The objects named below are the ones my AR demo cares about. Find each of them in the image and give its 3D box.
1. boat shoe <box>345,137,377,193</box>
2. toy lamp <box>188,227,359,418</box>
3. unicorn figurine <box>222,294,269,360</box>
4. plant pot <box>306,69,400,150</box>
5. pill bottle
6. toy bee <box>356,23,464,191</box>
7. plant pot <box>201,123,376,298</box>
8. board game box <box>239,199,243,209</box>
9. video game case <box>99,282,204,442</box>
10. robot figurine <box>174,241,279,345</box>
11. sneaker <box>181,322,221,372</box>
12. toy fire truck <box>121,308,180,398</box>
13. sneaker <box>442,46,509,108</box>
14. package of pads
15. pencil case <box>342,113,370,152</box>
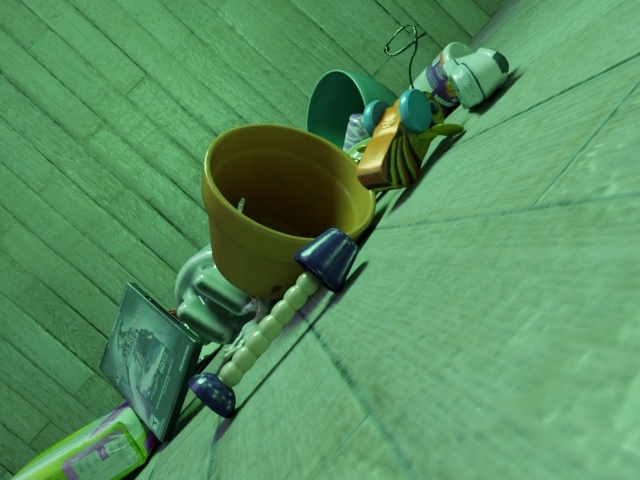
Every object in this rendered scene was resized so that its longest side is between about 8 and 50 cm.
[{"bbox_3d":[0.129,-0.173,1.170,0.285,0.104,0.089,-47,21,-15],"label":"boat shoe"},{"bbox_3d":[-0.054,0.099,0.743,0.275,0.080,0.080,-47,5,-9],"label":"toy lamp"},{"bbox_3d":[-0.121,0.159,0.975,0.111,0.060,0.162,-51,29,-2],"label":"unicorn figurine"},{"bbox_3d":[0.117,-0.286,1.471,0.195,0.290,0.290,-8,-18,-31],"label":"plant pot"},{"bbox_3d":[0.267,-0.340,1.285,0.108,0.108,0.193,-51,5,-38],"label":"pill bottle"},{"bbox_3d":[0.166,-0.196,0.972,0.195,0.162,0.298,23,82,52],"label":"toy bee"},{"bbox_3d":[-0.075,-0.036,0.996,0.291,0.291,0.203,-53,-9,-48],"label":"plant pot"},{"bbox_3d":[-0.072,-0.104,1.264,0.210,0.047,0.160,-22,10,-2],"label":"board game box"},{"bbox_3d":[-0.331,0.221,1.089,0.026,0.274,0.196,12,-80,-48],"label":"video game case"},{"bbox_3d":[-0.176,0.085,1.205,0.300,0.199,0.353,-54,2,16],"label":"robot figurine"},{"bbox_3d":[-0.323,0.204,1.676,0.158,0.182,0.410,-44,5,36],"label":"sneaker"},{"bbox_3d":[-0.350,0.234,1.185,0.192,0.135,0.047,-24,0,9],"label":"toy fire truck"},{"bbox_3d":[0.272,-0.281,0.981,0.091,0.094,0.258,-27,15,16],"label":"sneaker"},{"bbox_3d":[-0.455,0.427,1.122,0.296,0.101,0.229,-31,2,0],"label":"package of pads"},{"bbox_3d":[0.091,-0.182,1.280,0.088,0.086,0.206,-25,-45,-47],"label":"pencil case"}]
